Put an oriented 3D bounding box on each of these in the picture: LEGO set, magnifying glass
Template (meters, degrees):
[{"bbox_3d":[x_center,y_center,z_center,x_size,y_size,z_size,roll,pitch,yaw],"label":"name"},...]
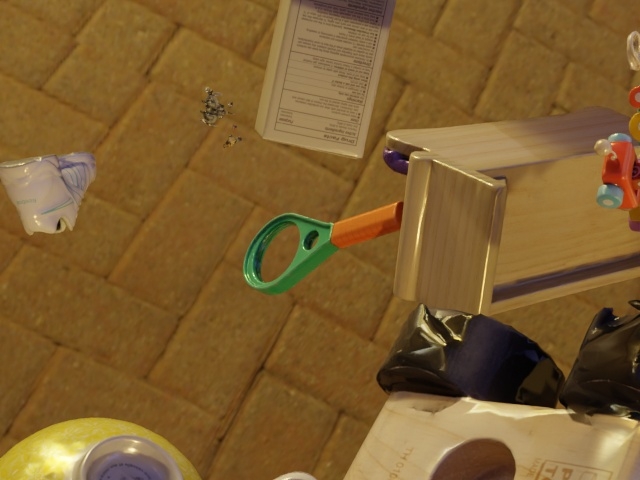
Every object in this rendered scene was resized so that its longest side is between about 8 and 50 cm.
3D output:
[{"bbox_3d":[-0.133,-0.159,1.450,0.083,0.054,0.023,50,31,5],"label":"LEGO set"},{"bbox_3d":[0.000,0.000,1.170,0.026,0.231,0.092,32,56,-36],"label":"magnifying glass"}]

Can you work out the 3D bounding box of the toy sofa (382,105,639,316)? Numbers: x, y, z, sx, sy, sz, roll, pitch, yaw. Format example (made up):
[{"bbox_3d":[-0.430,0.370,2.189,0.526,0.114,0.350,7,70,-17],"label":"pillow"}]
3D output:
[{"bbox_3d":[0.234,-0.032,1.146,0.362,0.150,0.177,-11,26,-35],"label":"toy sofa"}]

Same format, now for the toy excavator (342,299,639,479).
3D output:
[{"bbox_3d":[0.252,0.248,0.625,0.445,0.432,0.222,44,63,-30],"label":"toy excavator"}]

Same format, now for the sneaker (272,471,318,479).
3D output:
[{"bbox_3d":[-0.078,0.372,1.404,0.102,0.282,0.161,31,21,-5],"label":"sneaker"}]

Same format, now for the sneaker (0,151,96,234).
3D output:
[{"bbox_3d":[-0.210,-0.037,0.872,0.053,0.152,0.061,-11,97,7],"label":"sneaker"}]

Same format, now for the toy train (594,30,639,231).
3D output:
[{"bbox_3d":[0.257,-0.078,0.866,0.046,0.125,0.166,1,55,30],"label":"toy train"}]

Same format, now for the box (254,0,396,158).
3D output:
[{"bbox_3d":[0.012,-0.279,1.514,0.147,0.311,0.121,12,10,-12],"label":"box"}]

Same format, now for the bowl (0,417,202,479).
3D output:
[{"bbox_3d":[-0.227,0.300,1.214,0.289,0.156,0.290,19,44,-19],"label":"bowl"}]
